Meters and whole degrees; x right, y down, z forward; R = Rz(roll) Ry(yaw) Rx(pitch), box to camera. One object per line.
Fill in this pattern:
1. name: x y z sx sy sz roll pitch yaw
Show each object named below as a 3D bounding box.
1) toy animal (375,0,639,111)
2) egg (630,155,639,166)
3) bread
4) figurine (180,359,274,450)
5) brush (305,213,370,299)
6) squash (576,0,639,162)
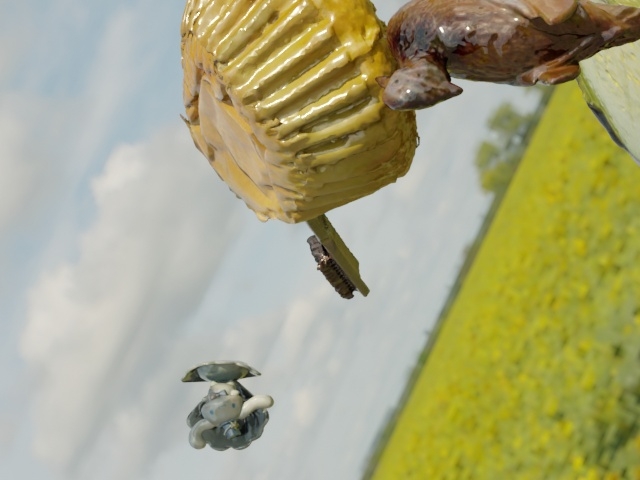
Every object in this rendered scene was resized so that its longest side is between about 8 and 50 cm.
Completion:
1. toy animal: 0.133 -0.139 1.260 0.179 0.188 0.089 -58 -34 -46
2. egg: 0.413 -0.139 2.056 0.146 0.146 0.198 -66 -9 16
3. bread: -0.026 -0.129 1.401 0.139 0.240 0.240 -34 -14 -16
4. figurine: -0.092 0.165 1.805 0.082 0.094 0.086 52 -145 -74
5. brush: 0.000 0.000 1.780 0.036 0.043 0.248 -27 -26 4
6. squash: 0.280 -0.139 1.650 0.204 0.237 0.155 12 -60 -40
